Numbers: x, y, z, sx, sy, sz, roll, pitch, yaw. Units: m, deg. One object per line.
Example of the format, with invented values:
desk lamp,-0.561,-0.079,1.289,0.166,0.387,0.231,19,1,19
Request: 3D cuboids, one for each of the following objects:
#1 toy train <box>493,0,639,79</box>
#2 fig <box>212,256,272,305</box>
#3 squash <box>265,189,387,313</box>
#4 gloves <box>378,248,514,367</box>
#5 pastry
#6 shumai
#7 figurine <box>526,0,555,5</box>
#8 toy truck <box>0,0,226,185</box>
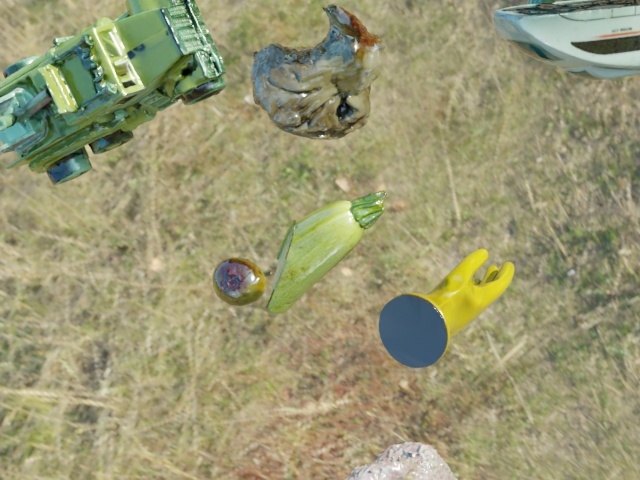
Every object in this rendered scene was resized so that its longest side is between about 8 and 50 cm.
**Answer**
toy train,0.357,-0.231,1.110,0.086,0.406,0.088,30,126,55
fig,-0.124,0.063,1.558,0.084,0.098,0.082,-24,85,13
squash,-0.003,-0.001,1.183,0.075,0.090,0.200,46,116,-2
gloves,0.215,0.098,1.601,0.133,0.294,0.116,-24,91,37
pastry,0.123,0.329,1.203,0.102,0.265,0.112,-17,37,27
shumai,0.010,-0.252,1.480,0.175,0.205,0.167,-38,61,49
figurine,0.427,-0.459,1.464,0.324,0.222,0.124,-32,40,-16
toy truck,-0.222,-0.146,0.957,0.259,0.135,0.128,-23,95,23
